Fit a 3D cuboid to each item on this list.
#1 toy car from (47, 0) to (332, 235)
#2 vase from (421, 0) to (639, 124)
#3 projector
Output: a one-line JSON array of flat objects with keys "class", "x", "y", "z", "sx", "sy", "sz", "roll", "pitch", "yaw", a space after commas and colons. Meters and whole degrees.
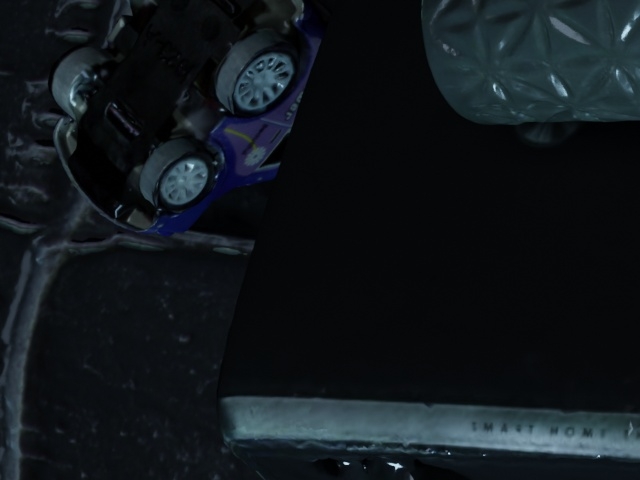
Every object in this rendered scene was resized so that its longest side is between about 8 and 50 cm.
[{"class": "toy car", "x": -0.084, "y": -0.113, "z": 1.357, "sx": 0.235, "sy": 0.158, "sz": 0.172, "roll": -53, "pitch": 53, "yaw": 12}, {"class": "vase", "x": 0.203, "y": -0.128, "z": 0.862, "sx": 0.301, "sy": 0.156, "sz": 0.251, "roll": -7, "pitch": 29, "yaw": 38}, {"class": "projector", "x": 0.188, "y": -0.017, "z": 1.055, "sx": 0.395, "sy": 0.242, "sz": 0.405, "roll": -3, "pitch": 60, "yaw": 37}]
